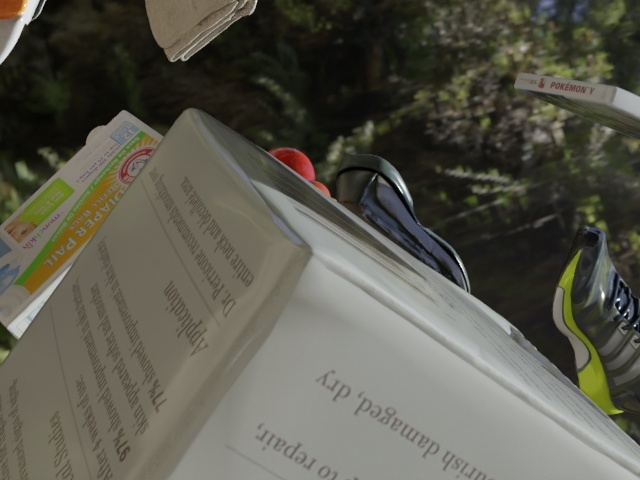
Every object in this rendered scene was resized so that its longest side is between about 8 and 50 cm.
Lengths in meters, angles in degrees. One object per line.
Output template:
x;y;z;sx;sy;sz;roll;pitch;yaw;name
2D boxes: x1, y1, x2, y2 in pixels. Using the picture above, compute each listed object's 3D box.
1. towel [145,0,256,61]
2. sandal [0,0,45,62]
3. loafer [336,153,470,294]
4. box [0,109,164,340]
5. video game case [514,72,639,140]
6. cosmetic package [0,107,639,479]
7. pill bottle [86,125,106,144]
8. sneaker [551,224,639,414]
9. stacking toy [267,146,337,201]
-0.175;-0.393;1.708;0.187;0.049;0.282;-27;-107;41;towel
-0.259;-0.259;1.106;0.102;0.076;0.265;16;-89;21;sandal
0.085;0.018;1.480;0.096;0.084;0.267;-7;-43;33;loafer
-0.184;0.006;1.099;0.114;0.203;0.103;33;-16;45;box
0.335;-0.132;1.398;0.183;0.201;0.023;27;-82;65;video game case
-0.044;0.187;0.849;0.394;0.327;0.329;-53;-156;7;cosmetic package
-0.274;-0.120;1.788;0.065;0.116;0.065;-3;-102;16;pill bottle
0.350;0.095;1.497;0.121;0.111;0.300;4;-39;31;sneaker
0.000;0.000;1.821;0.330;0.141;0.141;57;-35;34;stacking toy
